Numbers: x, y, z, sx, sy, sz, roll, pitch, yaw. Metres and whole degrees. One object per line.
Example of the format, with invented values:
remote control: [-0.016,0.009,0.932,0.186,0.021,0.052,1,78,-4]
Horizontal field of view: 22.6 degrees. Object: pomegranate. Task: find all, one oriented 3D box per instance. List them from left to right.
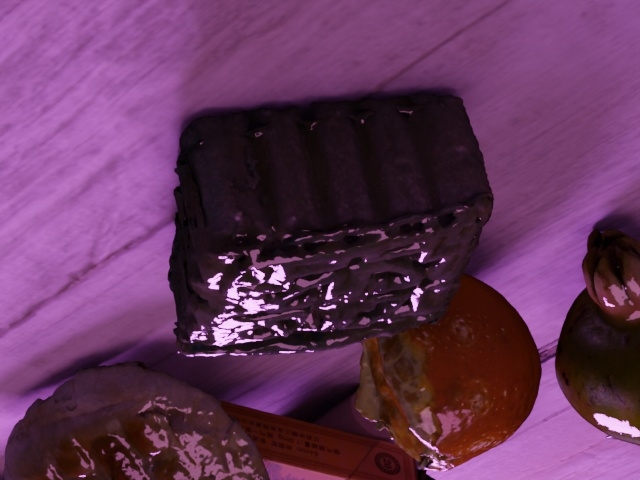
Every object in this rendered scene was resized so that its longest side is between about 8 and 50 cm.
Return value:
pomegranate: [0.302,0.105,1.573,0.159,0.190,0.241,0,165,34]

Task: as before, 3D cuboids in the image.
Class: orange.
orange: [0.119,0.116,1.509,0.158,0.179,0.237,-24,166,-11]

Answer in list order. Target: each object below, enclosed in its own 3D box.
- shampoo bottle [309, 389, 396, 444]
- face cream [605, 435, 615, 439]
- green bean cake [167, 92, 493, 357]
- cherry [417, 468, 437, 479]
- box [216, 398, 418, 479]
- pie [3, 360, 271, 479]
shampoo bottle: [0.005,0.252,1.833,0.127,0.078,0.257,-1,147,-37]
face cream: [0.509,0.215,1.989,0.143,0.089,0.314,6,156,-34]
green bean cake: [0.000,0.000,1.296,0.241,0.132,0.255,-9,153,-15]
cherry: [0.084,0.366,1.986,0.195,0.195,0.195,-10,153,-5]
box: [-0.054,0.271,1.718,0.274,0.076,0.174,16,127,-14]
pie: [-0.183,0.255,1.616,0.306,0.071,0.306,6,125,9]
